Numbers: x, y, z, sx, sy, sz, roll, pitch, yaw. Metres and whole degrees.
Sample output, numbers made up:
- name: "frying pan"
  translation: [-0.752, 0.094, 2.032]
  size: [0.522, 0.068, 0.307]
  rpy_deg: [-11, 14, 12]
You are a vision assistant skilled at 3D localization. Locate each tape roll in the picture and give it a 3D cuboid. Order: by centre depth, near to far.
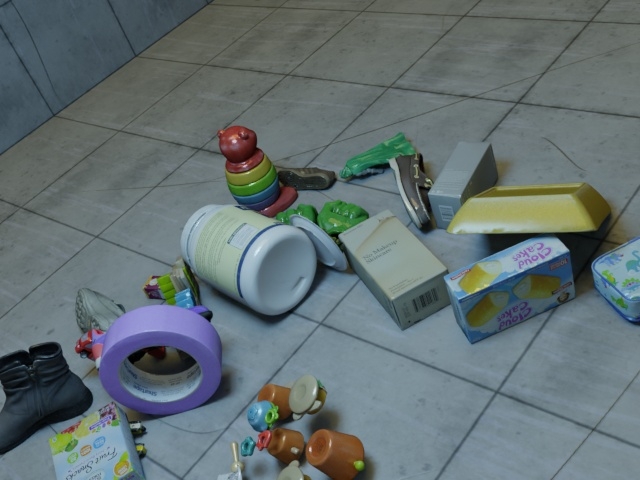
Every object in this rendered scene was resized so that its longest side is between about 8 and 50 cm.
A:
- name: "tape roll"
  translation: [-0.367, 0.279, 1.851]
  size: [0.275, 0.274, 0.090]
  rpy_deg: [-17, 36, 7]

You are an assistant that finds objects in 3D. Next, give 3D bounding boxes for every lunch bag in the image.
- name: "lunch bag"
  translation: [0.712, 0.069, 1.725]
  size: [0.219, 0.090, 0.176]
  rpy_deg: [-26, 38, -6]

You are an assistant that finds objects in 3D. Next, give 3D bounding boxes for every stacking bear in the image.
- name: "stacking bear"
  translation: [-0.211, -0.213, 2.371]
  size: [0.176, 0.289, 0.164]
  rpy_deg: [11, 48, 36]

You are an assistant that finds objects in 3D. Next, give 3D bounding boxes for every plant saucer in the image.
- name: "plant saucer"
  translation: [0.498, -0.082, 1.894]
  size: [0.333, 0.080, 0.333]
  rpy_deg: [-1, 9, 26]

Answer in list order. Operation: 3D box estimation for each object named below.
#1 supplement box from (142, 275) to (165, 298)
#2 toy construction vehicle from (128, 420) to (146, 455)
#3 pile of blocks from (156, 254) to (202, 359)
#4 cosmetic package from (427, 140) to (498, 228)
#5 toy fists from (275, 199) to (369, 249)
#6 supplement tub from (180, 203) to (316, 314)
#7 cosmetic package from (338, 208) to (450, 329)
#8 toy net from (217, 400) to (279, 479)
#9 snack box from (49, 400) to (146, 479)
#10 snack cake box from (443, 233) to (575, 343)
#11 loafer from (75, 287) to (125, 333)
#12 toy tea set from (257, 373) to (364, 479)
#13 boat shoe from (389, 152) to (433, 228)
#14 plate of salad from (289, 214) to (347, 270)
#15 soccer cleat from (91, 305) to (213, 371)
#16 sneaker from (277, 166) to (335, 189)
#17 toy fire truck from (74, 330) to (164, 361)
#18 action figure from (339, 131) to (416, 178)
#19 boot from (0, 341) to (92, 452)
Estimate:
- name: "supplement box"
  translation: [-0.454, 0.133, 2.268]
  size: [0.083, 0.043, 0.055]
  rpy_deg: [1, 41, 26]
- name: "toy construction vehicle"
  translation: [-0.444, 0.468, 1.862]
  size: [0.098, 0.035, 0.085]
  rpy_deg: [-12, 49, 17]
- name: "pile of blocks"
  translation: [-0.378, 0.174, 2.093]
  size: [0.113, 0.148, 0.362]
  rpy_deg: [-23, 37, -2]
- name: "cosmetic package"
  translation: [0.383, -0.148, 2.131]
  size: [0.107, 0.127, 0.238]
  rpy_deg: [9, 48, 35]
- name: "toy fists"
  translation: [-0.004, -0.044, 2.221]
  size: [0.279, 0.096, 0.142]
  rpy_deg: [-6, 39, 22]
- name: "supplement tub"
  translation: [-0.195, 0.038, 2.096]
  size: [0.325, 0.235, 0.235]
  rpy_deg: [22, 55, 43]
- name: "cosmetic package"
  translation: [0.184, 0.065, 1.978]
  size: [0.160, 0.113, 0.309]
  rpy_deg: [-29, 38, -9]
- name: "toy net"
  translation: [-0.145, 0.449, 1.665]
  size: [0.122, 0.045, 0.232]
  rpy_deg: [9, 73, 53]
- name: "snack box"
  translation: [-0.503, 0.493, 1.794]
  size: [0.175, 0.070, 0.207]
  rpy_deg: [-31, 46, -3]
- name: "snack cake box"
  translation: [0.422, 0.104, 1.776]
  size: [0.265, 0.152, 0.089]
  rpy_deg: [-24, 37, -2]
- name: "loafer"
  translation: [-0.597, 0.213, 2.209]
  size: [0.112, 0.111, 0.319]
  rpy_deg: [2, 19, -33]
- name: "toy tea set"
  translation: [-0.019, 0.409, 1.683]
  size: [0.200, 0.124, 0.336]
  rpy_deg: [-45, 36, 19]
- name: "boat shoe"
  translation: [0.264, -0.147, 2.201]
  size: [0.097, 0.116, 0.324]
  rpy_deg: [-20, 31, 7]
- name: "plate of salad"
  translation: [0.000, 0.000, 2.075]
  size: [0.048, 0.199, 0.200]
  rpy_deg: [-45, 42, -19]
- name: "soccer cleat"
  translation: [-0.415, 0.213, 1.942]
  size: [0.318, 0.108, 0.116]
  rpy_deg: [-25, 72, 10]
- name: "sneaker"
  translation: [-0.041, -0.194, 2.468]
  size: [0.189, 0.066, 0.071]
  rpy_deg: [11, 31, 29]
- name: "toy fire truck"
  translation: [-0.512, 0.272, 2.047]
  size: [0.135, 0.192, 0.047]
  rpy_deg: [-45, 32, 18]
- name: "action figure"
  translation: [0.163, -0.241, 2.408]
  size: [0.232, 0.063, 0.137]
  rpy_deg: [-22, 38, -6]
- name: "boot"
  translation: [-0.757, 0.379, 1.965]
  size: [0.338, 0.222, 0.118]
  rpy_deg: [-27, 38, -7]
